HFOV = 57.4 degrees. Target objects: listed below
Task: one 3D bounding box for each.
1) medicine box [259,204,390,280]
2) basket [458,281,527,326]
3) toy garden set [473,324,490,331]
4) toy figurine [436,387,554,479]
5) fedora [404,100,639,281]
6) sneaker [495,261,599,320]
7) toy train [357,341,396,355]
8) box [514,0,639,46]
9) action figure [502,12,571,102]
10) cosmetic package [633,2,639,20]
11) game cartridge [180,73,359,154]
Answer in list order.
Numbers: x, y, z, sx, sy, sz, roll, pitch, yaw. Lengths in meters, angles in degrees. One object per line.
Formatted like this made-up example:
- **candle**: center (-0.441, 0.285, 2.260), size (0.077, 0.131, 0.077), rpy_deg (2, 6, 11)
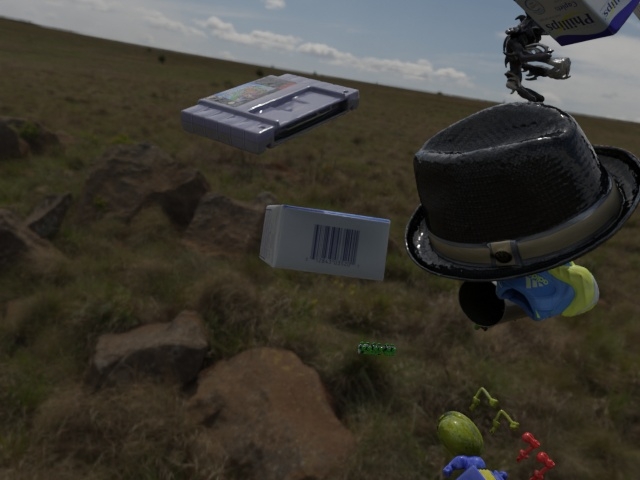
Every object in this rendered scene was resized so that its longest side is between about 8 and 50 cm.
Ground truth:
- **medicine box**: center (0.000, 0.000, 1.457), size (0.264, 0.149, 0.289), rpy_deg (7, 2, -13)
- **basket**: center (0.594, 0.185, 1.859), size (0.227, 0.154, 0.204), rpy_deg (-3, 8, -28)
- **toy garden set**: center (0.691, 0.291, 2.183), size (0.244, 0.049, 0.204), rpy_deg (-23, -18, -6)
- **toy figurine**: center (0.366, 0.501, 1.260), size (0.217, 0.191, 0.362), rpy_deg (15, 30, -50)
- **fedora**: center (0.247, -0.091, 0.800), size (0.334, 0.152, 0.334), rpy_deg (-24, 28, 14)
- **sneaker**: center (0.305, 0.015, 0.883), size (0.126, 0.091, 0.240), rpy_deg (-23, 60, -5)
- **toy train**: center (0.107, 0.208, 1.116), size (0.083, 0.023, 0.017), rpy_deg (8, 31, -24)
- **box**: center (0.375, -0.367, 0.872), size (0.137, 0.072, 0.126), rpy_deg (34, 1, -17)
- **action figure**: center (0.439, -0.346, 1.191), size (0.141, 0.275, 0.164), rpy_deg (9, 20, 26)
- **cosmetic package**: center (0.654, -0.503, 1.085), size (0.060, 0.239, 0.099), rpy_deg (40, -32, -20)
- **game cartridge**: center (-0.105, -0.295, 1.295), size (0.230, 0.068, 0.355), rpy_deg (26, 39, 27)
